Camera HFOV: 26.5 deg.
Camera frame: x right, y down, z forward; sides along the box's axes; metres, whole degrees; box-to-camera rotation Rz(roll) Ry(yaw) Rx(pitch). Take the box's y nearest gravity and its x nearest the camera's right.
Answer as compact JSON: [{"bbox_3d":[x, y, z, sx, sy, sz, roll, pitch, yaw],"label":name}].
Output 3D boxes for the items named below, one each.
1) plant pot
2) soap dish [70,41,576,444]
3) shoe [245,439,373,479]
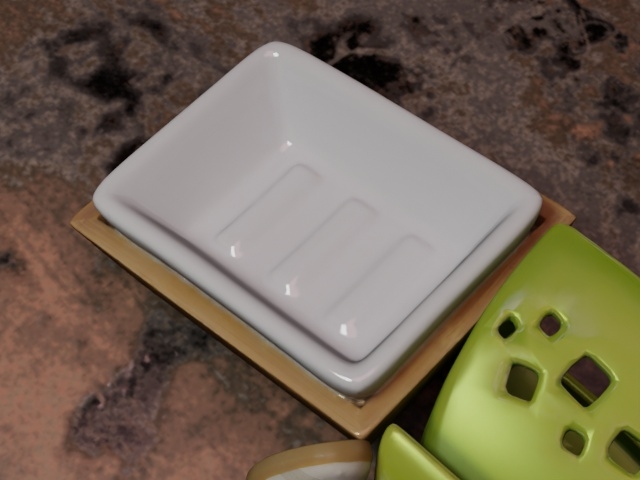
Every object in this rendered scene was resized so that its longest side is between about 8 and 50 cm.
[{"bbox_3d":[0.159,0.163,0.883,0.228,0.227,0.207,42,73,18],"label":"plant pot"},{"bbox_3d":[0.000,0.000,0.988,0.291,0.118,0.229,33,64,29],"label":"soap dish"},{"bbox_3d":[-0.018,0.180,0.868,0.076,0.219,0.058,-6,67,-25],"label":"shoe"}]
